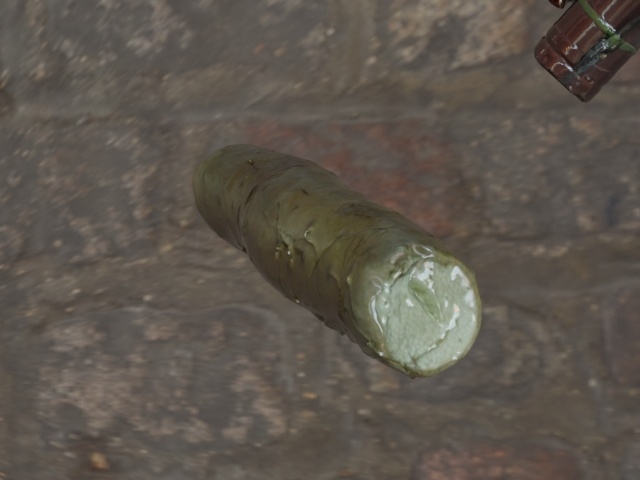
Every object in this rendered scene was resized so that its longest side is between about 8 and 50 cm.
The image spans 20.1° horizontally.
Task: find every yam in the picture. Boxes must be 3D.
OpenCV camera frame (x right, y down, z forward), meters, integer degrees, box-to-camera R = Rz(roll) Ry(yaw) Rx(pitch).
[{"bbox_3d":[0.000,0.000,0.902,0.067,0.317,0.071,-41,111,-6],"label":"yam"}]

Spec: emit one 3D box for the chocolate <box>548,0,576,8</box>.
[{"bbox_3d":[0.146,-0.200,1.097,0.133,0.156,0.156,-23,93,-24],"label":"chocolate"}]

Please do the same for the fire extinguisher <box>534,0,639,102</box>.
[{"bbox_3d":[0.180,-0.139,0.942,0.045,0.078,0.157,33,111,-27],"label":"fire extinguisher"}]
